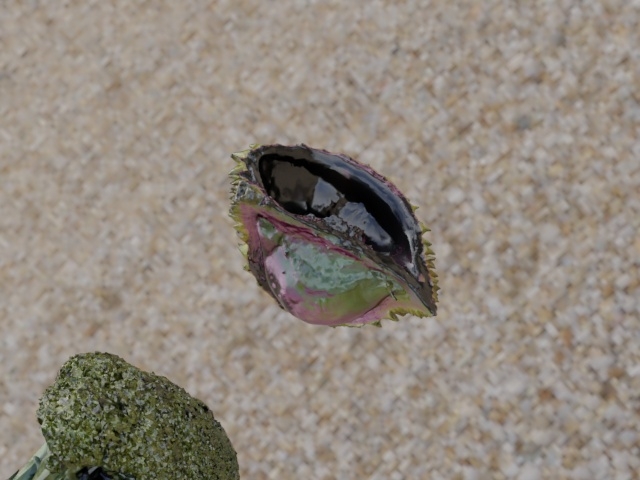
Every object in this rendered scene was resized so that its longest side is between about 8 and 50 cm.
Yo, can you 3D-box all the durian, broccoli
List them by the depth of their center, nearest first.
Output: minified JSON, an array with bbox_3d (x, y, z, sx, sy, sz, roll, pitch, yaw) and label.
[{"bbox_3d":[-0.098,0.117,0.694,0.120,0.130,0.131,-25,15,-7],"label":"broccoli"},{"bbox_3d":[-0.002,0.003,1.123,0.108,0.186,0.119,-55,8,39],"label":"durian"}]

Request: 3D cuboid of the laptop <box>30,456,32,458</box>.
[{"bbox_3d":[-0.118,0.195,0.957,0.016,0.197,0.135,-3,90,32],"label":"laptop"}]
